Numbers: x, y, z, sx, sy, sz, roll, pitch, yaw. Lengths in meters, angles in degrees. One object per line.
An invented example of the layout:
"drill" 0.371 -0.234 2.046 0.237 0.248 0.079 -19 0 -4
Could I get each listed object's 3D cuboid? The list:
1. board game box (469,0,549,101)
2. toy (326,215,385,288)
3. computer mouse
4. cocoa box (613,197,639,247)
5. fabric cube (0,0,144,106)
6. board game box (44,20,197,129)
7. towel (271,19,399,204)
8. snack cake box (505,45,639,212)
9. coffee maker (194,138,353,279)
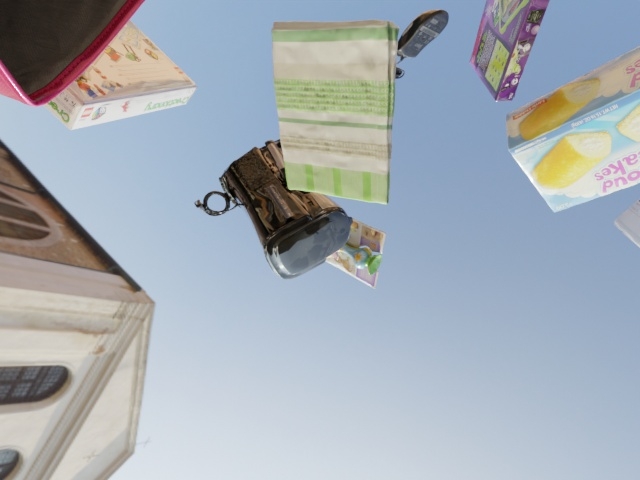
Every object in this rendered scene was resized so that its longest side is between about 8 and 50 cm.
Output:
"board game box" 0.425 -0.516 0.948 0.056 0.347 0.208 -6 -132 -6
"toy" 0.000 0.000 0.798 0.237 0.137 0.056 25 -135 23
"computer mouse" 0.250 -0.616 1.312 0.262 0.184 0.060 -43 -120 47
"cocoa box" 0.687 0.026 0.621 0.347 0.231 0.228 37 -64 -1
"fabric cube" -0.243 -0.278 0.223 0.258 0.259 0.254 20 -117 2
"board game box" -0.354 -0.288 0.691 0.193 0.305 0.053 44 -63 -6
"towel" 0.012 -0.110 0.379 0.113 0.023 0.152 14 -55 26
"snack cake box" 0.409 -0.156 0.568 0.264 0.152 0.089 -25 -144 40
"coffee maker" -0.066 -0.035 0.611 0.171 0.120 0.178 -42 -131 12
